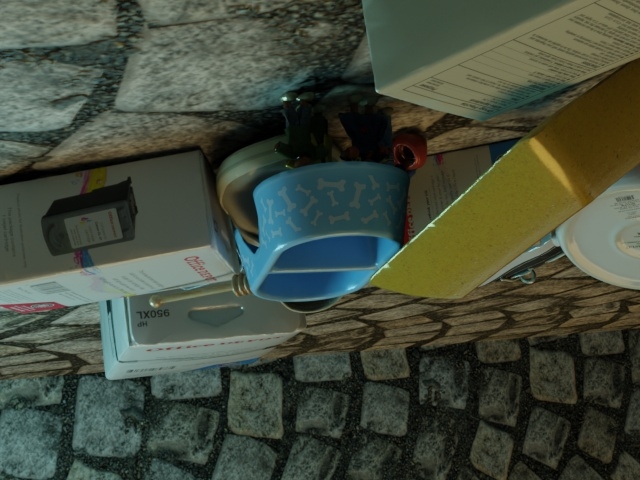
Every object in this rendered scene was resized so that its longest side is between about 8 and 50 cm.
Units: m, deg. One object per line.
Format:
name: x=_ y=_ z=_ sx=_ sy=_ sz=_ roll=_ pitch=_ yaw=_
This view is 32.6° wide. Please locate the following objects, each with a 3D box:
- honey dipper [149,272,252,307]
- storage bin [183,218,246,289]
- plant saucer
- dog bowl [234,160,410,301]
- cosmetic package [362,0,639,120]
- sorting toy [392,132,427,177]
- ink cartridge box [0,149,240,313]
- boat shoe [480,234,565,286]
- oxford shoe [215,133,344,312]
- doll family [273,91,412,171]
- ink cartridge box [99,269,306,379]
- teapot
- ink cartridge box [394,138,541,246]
honey dipper: x=-0.148 y=0.066 z=1.414 sx=0.160 sy=0.031 sz=0.030 roll=-11 pitch=167 yaw=19
storage bin: x=-0.153 y=0.001 z=1.585 sx=0.135 sy=0.098 sz=0.091 roll=-18 pitch=-168 yaw=34
plant saucer: x=0.243 y=-0.068 z=1.107 sx=0.332 sy=0.081 sz=0.333 roll=-33 pitch=172 yaw=-34
dog bowl: x=0.000 y=0.000 z=1.201 sx=0.165 sy=0.074 sz=0.297 roll=-1 pitch=162 yaw=-14
cosmetic package: x=0.198 y=-0.203 z=0.845 sx=0.309 sy=0.113 sz=0.160 roll=-18 pitch=164 yaw=40
sorting toy: x=0.099 y=-0.105 z=1.364 sx=0.102 sy=0.061 sz=0.042 roll=-12 pitch=-157 yaw=47
ink cartridge box: x=-0.272 y=-0.002 z=1.371 sx=0.306 sy=0.131 sz=0.226 roll=-11 pitch=168 yaw=1
boat shoe: x=0.327 y=0.018 z=1.884 sx=0.104 sy=0.113 sz=0.306 roll=19 pitch=144 yaw=-34
oxford shoe: x=-0.025 y=-0.012 z=1.419 sx=0.169 sy=0.130 sz=0.449 roll=-16 pitch=159 yaw=0
doll family: x=0.028 y=-0.096 z=1.199 sx=0.192 sy=0.111 sz=0.076 roll=-3 pitch=166 yaw=-25
ink cartridge box: x=-0.214 y=0.120 z=1.862 sx=0.285 sy=0.166 sz=0.395 roll=-5 pitch=168 yaw=-18
teapot: x=0.429 y=-0.067 z=1.453 sx=0.255 sy=0.187 sz=0.253 roll=19 pitch=143 yaw=-5
ink cartridge box: x=0.170 y=-0.043 z=1.467 sx=0.230 sy=0.134 sz=0.078 roll=-10 pitch=168 yaw=10
